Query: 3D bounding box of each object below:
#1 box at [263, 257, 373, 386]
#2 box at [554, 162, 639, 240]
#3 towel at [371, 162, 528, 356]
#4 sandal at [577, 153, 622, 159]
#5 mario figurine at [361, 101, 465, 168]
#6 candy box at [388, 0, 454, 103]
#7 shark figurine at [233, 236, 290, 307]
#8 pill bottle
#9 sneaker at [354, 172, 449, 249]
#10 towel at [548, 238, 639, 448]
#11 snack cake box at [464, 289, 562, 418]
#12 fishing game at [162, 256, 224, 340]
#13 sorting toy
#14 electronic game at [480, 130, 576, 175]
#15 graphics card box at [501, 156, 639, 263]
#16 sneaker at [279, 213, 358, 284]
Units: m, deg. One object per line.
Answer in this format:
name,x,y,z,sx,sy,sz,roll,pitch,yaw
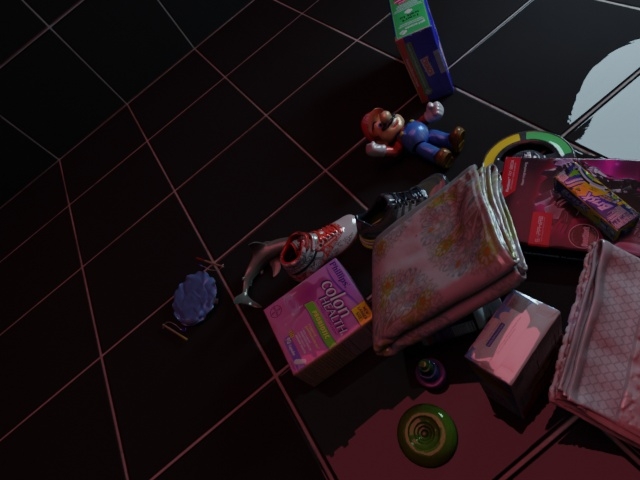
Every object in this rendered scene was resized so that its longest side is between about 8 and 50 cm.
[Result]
box,0.011,0.209,1.111,0.243,0.117,0.213,-35,49,2
box,0.569,-0.082,0.896,0.054,0.059,0.168,-36,57,8
towel,0.241,0.036,0.919,0.374,0.090,0.320,-43,23,37
sandal,0.705,-0.172,1.039,0.067,0.040,0.179,-48,50,-8
mario figurine,0.257,-0.331,1.301,0.321,0.170,0.198,26,39,30
candy box,0.328,-0.664,1.428,0.122,0.268,0.316,-18,52,21
shark figurine,-0.197,0.067,1.326,0.166,0.116,0.278,27,73,40
pill bottle,0.311,0.162,0.985,0.194,0.108,0.108,-22,51,14
sneaker,0.226,-0.093,1.194,0.300,0.121,0.111,-37,49,2
towel,0.589,0.196,0.748,0.317,0.053,0.331,26,70,3
snack cake box,0.372,0.221,0.807,0.089,0.264,0.152,30,76,41
fishing game,-0.404,0.188,1.404,0.189,0.041,0.263,12,74,34
sorting toy,0.198,0.409,0.869,0.127,0.126,0.365,-1,60,28
electronic game,0.547,-0.202,1.142,0.230,0.048,0.229,-14,53,20
graphics card box,0.593,-0.066,0.970,0.371,0.094,0.232,9,73,29
sneaker,0.000,0.001,1.238,0.270,0.145,0.090,-47,49,-7
